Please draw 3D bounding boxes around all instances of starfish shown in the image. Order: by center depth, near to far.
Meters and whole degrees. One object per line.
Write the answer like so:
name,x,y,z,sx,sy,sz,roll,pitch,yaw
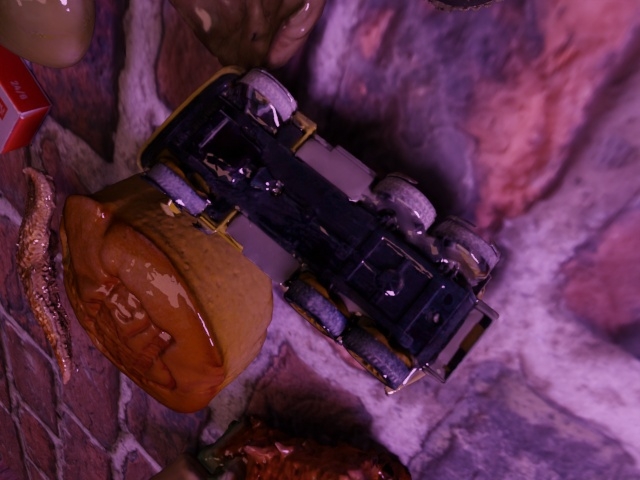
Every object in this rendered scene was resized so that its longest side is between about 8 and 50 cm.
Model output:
starfish,-0.367,0.043,0.735,0.299,0.060,0.302,-33,68,60

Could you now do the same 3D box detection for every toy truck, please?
toy truck,0.000,0.000,0.438,0.272,0.124,0.157,39,167,10

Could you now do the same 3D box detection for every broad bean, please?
broad bean,-0.321,-0.297,0.548,0.263,0.121,0.189,47,133,-15

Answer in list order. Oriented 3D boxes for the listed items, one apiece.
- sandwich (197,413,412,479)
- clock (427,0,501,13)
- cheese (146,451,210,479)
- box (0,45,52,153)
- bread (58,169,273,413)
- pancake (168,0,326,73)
sandwich,-0.021,0.320,0.633,0.250,0.162,0.301,47,139,1
clock,0.089,-0.176,0.331,0.083,0.010,0.074,11,122,36
cheese,-0.141,0.473,0.817,0.384,0.104,0.384,44,159,23
box,-0.447,-0.238,0.721,0.123,0.050,0.229,-26,98,45
bread,-0.174,0.058,0.605,0.270,0.148,0.269,25,132,30
pancake,-0.073,-0.243,0.404,0.242,0.050,0.241,30,136,33
